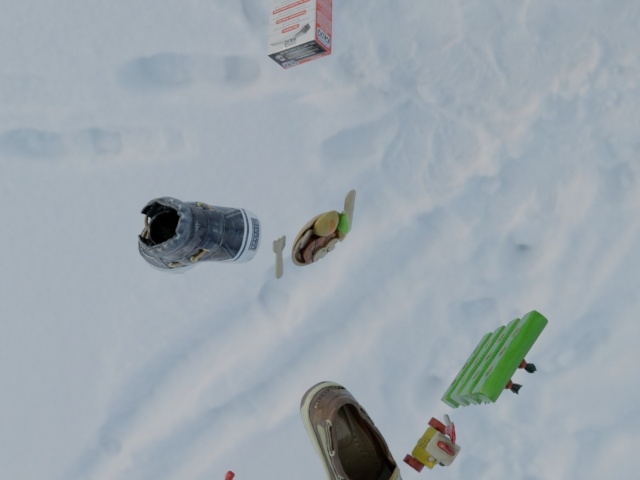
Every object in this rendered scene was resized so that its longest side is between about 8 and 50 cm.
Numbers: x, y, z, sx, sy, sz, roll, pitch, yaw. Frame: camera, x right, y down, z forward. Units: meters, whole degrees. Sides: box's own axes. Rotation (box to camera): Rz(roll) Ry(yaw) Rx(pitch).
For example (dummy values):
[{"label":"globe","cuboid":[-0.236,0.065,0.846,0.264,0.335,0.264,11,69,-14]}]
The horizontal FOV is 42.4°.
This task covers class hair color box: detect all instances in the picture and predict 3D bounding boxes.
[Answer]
[{"label":"hair color box","cuboid":[-0.031,-0.367,1.310,0.093,0.167,0.053,-10,157,32]}]

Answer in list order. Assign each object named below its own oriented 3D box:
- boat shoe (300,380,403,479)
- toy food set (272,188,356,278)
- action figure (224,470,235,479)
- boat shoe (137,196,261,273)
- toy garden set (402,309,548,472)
[{"label":"boat shoe","cuboid":[0.058,0.298,1.019,0.257,0.095,0.095,60,157,-12]},{"label":"toy food set","cuboid":[0.000,0.000,1.480,0.038,0.192,0.132,42,152,27]},{"label":"action figure","cuboid":[-0.091,0.233,0.626,0.038,0.115,0.030,32,145,9]},{"label":"boat shoe","cuboid":[-0.137,-0.009,0.746,0.083,0.065,0.183,12,168,-38]},{"label":"toy garden set","cuboid":[0.185,0.193,0.975,0.049,0.204,0.244,36,169,6]}]
